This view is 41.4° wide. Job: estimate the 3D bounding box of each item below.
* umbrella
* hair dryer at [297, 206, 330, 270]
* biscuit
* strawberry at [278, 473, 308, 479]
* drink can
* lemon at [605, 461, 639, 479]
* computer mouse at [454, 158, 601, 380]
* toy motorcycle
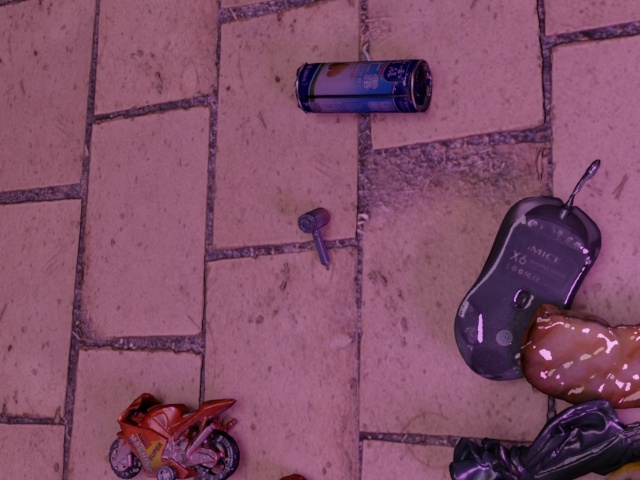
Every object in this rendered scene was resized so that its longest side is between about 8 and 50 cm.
[{"bbox_3d":[0.362,0.305,1.246,0.348,0.143,0.094,-26,51,20],"label":"umbrella"},{"bbox_3d":[0.000,0.000,1.540,0.037,0.063,0.114,-13,97,31],"label":"hair dryer"},{"bbox_3d":[0.444,0.172,1.240,0.299,0.045,0.154,2,103,10],"label":"biscuit"},{"bbox_3d":[-0.052,0.438,1.464,0.073,0.083,0.073,-11,69,32],"label":"strawberry"},{"bbox_3d":[0.075,-0.276,1.522,0.235,0.097,0.097,4,82,29],"label":"drink can"},{"bbox_3d":[0.460,0.432,1.118,0.219,0.240,0.240,36,99,2],"label":"lemon"},{"bbox_3d":[0.336,0.043,1.318,0.167,0.090,0.379,29,98,3],"label":"computer mouse"},{"bbox_3d":[-0.284,0.371,1.590,0.298,0.089,0.171,-7,77,26],"label":"toy motorcycle"}]
